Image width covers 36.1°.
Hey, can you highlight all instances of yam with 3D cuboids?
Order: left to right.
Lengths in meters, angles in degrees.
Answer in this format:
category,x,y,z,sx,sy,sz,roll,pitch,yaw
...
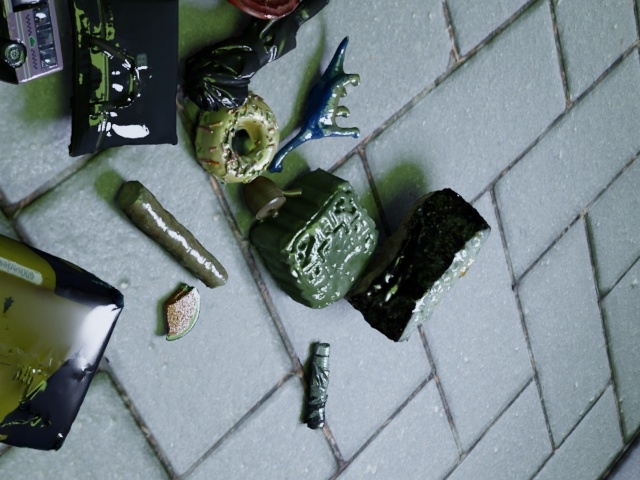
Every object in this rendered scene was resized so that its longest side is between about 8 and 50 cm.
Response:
category,x,y,z,sx,sy,sz,roll,pitch,yaw
yam,-0.249,-0.004,1.683,0.061,0.061,0.274,-56,136,-14

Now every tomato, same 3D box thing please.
category,x,y,z,sx,sy,sz,roll,pitch,yaw
tomato,-0.119,-0.429,1.607,0.173,0.099,0.189,45,54,-17

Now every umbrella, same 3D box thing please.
category,x,y,z,sx,sy,sz,roll,pitch,yaw
umbrella,-0.099,-0.336,1.678,0.340,0.118,0.118,-43,131,-31
umbrella,-0.002,0.307,2.054,0.046,0.050,0.188,5,105,-12

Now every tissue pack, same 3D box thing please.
category,x,y,z,sx,sy,sz,roll,pitch,yaw
tissue pack,-0.510,0.102,1.324,0.416,0.253,0.264,30,83,-48

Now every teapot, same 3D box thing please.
category,x,y,z,sx,sy,sz,roll,pitch,yaw
teapot,-0.089,-0.079,1.801,0.110,0.080,0.085,-24,161,-33

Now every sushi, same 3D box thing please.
category,x,y,z,sx,sy,sz,roll,pitch,yaw
sushi,0.202,0.047,2.029,0.350,0.170,0.211,-49,165,-23

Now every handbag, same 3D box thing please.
category,x,y,z,sx,sy,sz,roll,pitch,yaw
handbag,-0.302,-0.259,1.513,0.211,0.088,0.254,-16,115,-47

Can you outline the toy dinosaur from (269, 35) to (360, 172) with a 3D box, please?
category,x,y,z,sx,sy,sz,roll,pitch,yaw
toy dinosaur,-0.014,-0.254,1.820,0.188,0.075,0.248,-14,121,-33

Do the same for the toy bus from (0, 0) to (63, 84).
category,x,y,z,sx,sy,sz,roll,pitch,yaw
toy bus,-0.424,-0.324,1.360,0.108,0.096,0.199,-26,124,-41

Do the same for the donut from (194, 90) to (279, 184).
category,x,y,z,sx,sy,sz,roll,pitch,yaw
donut,-0.141,-0.180,1.718,0.174,0.068,0.175,-20,119,-40

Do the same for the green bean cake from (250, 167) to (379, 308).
category,x,y,z,sx,sy,sz,roll,pitch,yaw
green bean cake,0.000,0.000,1.892,0.222,0.125,0.227,-50,138,-18

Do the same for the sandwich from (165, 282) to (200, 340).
category,x,y,z,sx,sy,sz,roll,pitch,yaw
sandwich,-0.250,0.126,1.758,0.069,0.026,0.101,-8,107,-39
